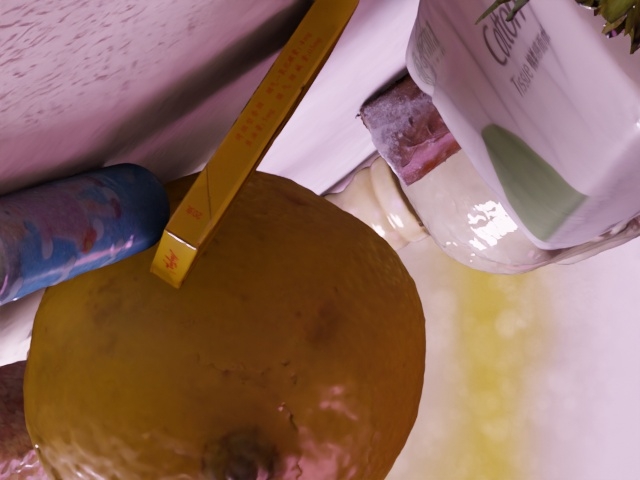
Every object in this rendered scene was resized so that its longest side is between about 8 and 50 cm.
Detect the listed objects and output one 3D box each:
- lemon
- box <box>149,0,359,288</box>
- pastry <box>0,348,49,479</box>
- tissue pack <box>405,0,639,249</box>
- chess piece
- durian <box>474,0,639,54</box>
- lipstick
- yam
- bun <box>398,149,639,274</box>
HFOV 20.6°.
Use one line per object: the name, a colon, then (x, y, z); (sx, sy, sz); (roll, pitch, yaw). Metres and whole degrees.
lemon: (-0.050, 0.072, 1.031); (0.228, 0.228, 0.253); (-41, 177, 35)
box: (-0.034, -0.052, 0.883); (0.155, 0.023, 0.087); (-58, -176, -18)
pastry: (-0.210, 0.130, 1.096); (0.265, 0.112, 0.103); (-34, 163, -51)
tissue pack: (0.198, -0.151, 0.919); (0.266, 0.194, 0.356); (-34, 174, -7)
chess piece: (0.000, 0.000, 1.651); (0.200, 0.090, 0.090); (-28, 178, 15)
durian: (0.197, -0.186, 0.583); (0.158, 0.169, 0.352); (-56, 171, -38)
lipstick: (-0.125, -0.004, 0.823); (0.048, 0.048, 0.158); (-40, 174, 23)
yam: (0.099, -0.109, 1.316); (0.141, 0.079, 0.079); (-37, 175, 2)
bun: (0.232, -0.102, 1.524); (0.360, 0.211, 0.360); (-36, 174, -4)
